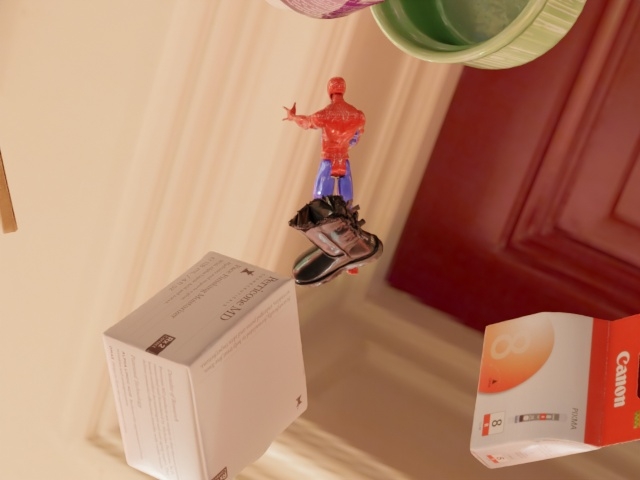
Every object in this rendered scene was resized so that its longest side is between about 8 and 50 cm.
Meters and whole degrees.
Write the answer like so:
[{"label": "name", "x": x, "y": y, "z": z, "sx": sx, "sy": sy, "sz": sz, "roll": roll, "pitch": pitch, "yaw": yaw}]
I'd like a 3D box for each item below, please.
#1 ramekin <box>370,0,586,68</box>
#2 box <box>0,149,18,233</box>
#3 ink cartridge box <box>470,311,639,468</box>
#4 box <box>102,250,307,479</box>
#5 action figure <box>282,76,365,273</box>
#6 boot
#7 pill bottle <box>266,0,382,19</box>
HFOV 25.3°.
[{"label": "ramekin", "x": 0.221, "y": -0.376, "z": 1.927, "sx": 0.303, "sy": 0.303, "sz": 0.148, "roll": 38, "pitch": -163, "yaw": 35}, {"label": "box", "x": -0.410, "y": -0.119, "z": 1.773, "sx": 0.021, "sy": 0.201, "sz": 0.164, "roll": -13, "pitch": -167, "yaw": -13}, {"label": "ink cartridge box", "x": 0.228, "y": 0.128, "z": 1.320, "sx": 0.045, "sy": 0.179, "sz": 0.145, "roll": 42, "pitch": -136, "yaw": -33}, {"label": "box", "x": -0.115, "y": 0.139, "z": 1.491, "sx": 0.119, "sy": 0.182, "sz": 0.181, "roll": 17, "pitch": -142, "yaw": 31}, {"label": "action figure", "x": 0.006, "y": -0.100, "z": 2.073, "sx": 0.091, "sy": 0.280, "sz": 0.139, "roll": -1, "pitch": -169, "yaw": -22}, {"label": "boot", "x": 0.000, "y": 0.001, "z": 1.543, "sx": 0.099, "sy": 0.121, "sz": 0.045, "roll": 42, "pitch": -145, "yaw": -46}, {"label": "pill bottle", "x": 0.021, "y": -0.337, "z": 1.585, "sx": 0.169, "sy": 0.169, "sz": 0.301, "roll": 9, "pitch": 176, "yaw": -21}]
